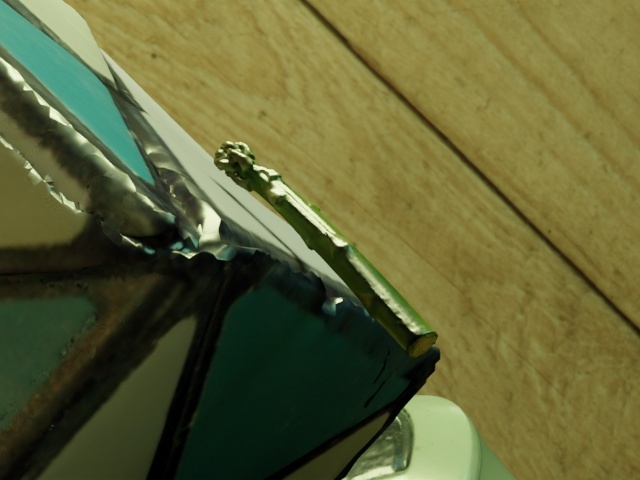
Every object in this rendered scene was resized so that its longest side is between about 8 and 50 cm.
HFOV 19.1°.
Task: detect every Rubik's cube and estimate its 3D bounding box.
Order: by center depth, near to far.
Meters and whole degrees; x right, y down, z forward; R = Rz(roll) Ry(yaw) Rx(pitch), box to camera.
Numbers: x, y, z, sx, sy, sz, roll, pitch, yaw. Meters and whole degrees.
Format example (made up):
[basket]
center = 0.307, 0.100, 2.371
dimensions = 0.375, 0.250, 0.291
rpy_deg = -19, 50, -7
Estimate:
[Rubik's cube]
center = -0.176, 0.044, 0.804
dimensions = 0.305, 0.307, 0.310
rpy_deg = 46, 4, 24

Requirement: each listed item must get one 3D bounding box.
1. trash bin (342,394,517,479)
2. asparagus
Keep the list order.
[trash bin]
center = 0.086, 0.303, 1.206
dimensions = 0.432, 0.280, 0.280
rpy_deg = 46, 1, -17
[asparagus]
center = 0.000, 0.000, 0.714
dimensions = 0.127, 0.018, 0.015
rpy_deg = 45, -21, 33
